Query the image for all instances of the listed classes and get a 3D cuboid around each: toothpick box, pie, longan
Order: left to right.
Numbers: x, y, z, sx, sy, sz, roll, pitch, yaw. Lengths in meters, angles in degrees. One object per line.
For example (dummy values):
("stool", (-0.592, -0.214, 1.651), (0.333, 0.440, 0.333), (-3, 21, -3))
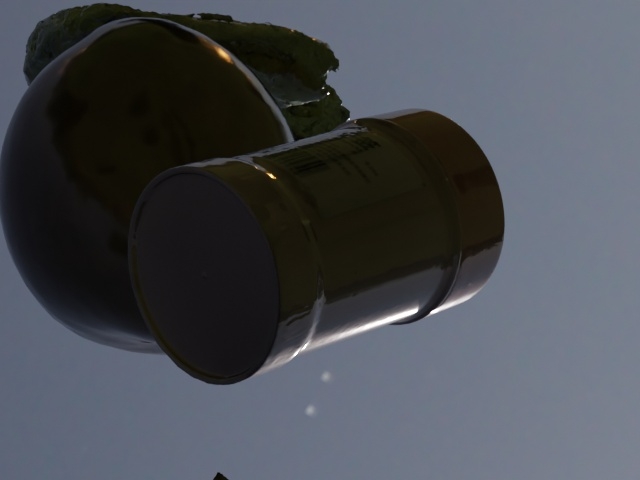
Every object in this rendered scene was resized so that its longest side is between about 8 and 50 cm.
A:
("longan", (-0.128, -0.024, 1.569), (0.300, 0.243, 0.300), (-23, -90, -86))
("pie", (-0.121, -0.141, 1.803), (0.302, 0.302, 0.067), (16, -108, -21))
("toothpick box", (0.000, 0.000, 0.899), (0.149, 0.098, 0.098), (-17, -124, -44))

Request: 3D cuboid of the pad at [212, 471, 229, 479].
("pad", (-0.065, 0.196, 0.808), (0.004, 0.190, 0.127), (30, 169, 43))
